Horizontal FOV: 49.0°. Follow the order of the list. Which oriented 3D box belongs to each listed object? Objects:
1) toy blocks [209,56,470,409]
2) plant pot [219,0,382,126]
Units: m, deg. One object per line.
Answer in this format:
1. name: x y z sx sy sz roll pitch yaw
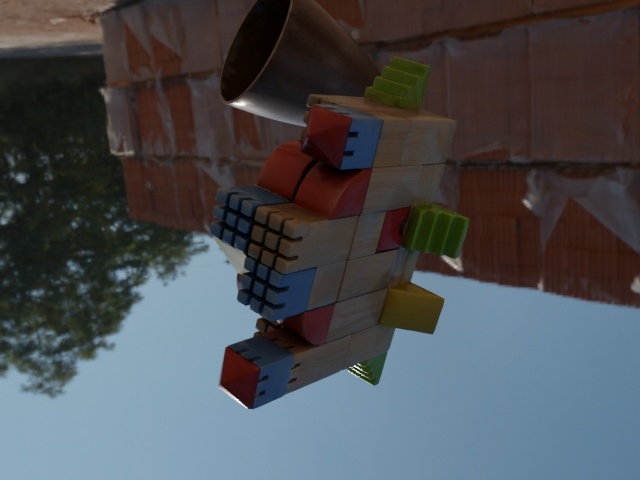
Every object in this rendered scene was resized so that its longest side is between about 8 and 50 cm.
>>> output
1. toy blocks: 0.000 0.000 0.727 0.191 0.381 0.261 27 -158 33
2. plant pot: -0.013 -0.272 1.150 0.231 0.215 0.215 23 180 -29
